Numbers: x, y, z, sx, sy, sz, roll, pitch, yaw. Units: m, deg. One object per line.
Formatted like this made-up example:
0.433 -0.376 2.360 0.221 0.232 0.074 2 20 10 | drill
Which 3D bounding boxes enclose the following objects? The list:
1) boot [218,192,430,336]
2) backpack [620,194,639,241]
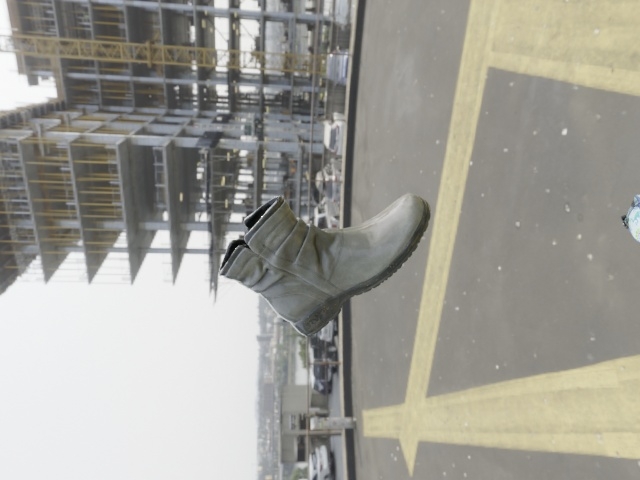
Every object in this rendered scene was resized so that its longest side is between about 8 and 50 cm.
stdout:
0.000 0.000 0.561 0.246 0.161 0.083 -43 21 14 | boot
0.469 -0.028 0.609 0.114 0.105 0.084 -37 -42 -55 | backpack
